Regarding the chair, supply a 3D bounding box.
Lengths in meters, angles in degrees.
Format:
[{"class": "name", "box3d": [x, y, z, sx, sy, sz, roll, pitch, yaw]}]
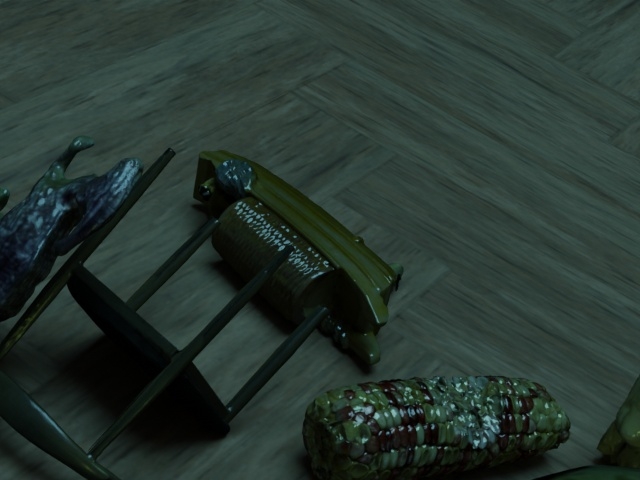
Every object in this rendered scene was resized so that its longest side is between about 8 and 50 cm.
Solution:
[{"class": "chair", "box3d": [-0.154, 0.088, 1.465, 0.188, 0.166, 0.272, 39, 79, 26]}]

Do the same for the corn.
[{"class": "corn", "box3d": [0.115, 0.174, 1.533, 0.290, 0.098, 0.098, -2, 38, -33]}]

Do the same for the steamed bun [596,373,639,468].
[{"class": "steamed bun", "box3d": [0.358, 0.170, 1.602, 0.106, 0.177, 0.192, 38, 40, 21]}]

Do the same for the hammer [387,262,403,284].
[{"class": "hammer", "box3d": [0.000, 0.000, 1.802, 0.195, 0.028, 0.060, 27, 27, 13]}]

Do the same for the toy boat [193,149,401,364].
[{"class": "toy boat", "box3d": [-0.035, 0.012, 1.700, 0.115, 0.089, 0.310, -23, 53, -39]}]

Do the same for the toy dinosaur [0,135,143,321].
[{"class": "toy dinosaur", "box3d": [-0.266, 0.004, 1.434, 0.077, 0.294, 0.162, 37, 22, -18]}]

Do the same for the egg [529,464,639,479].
[{"class": "egg", "box3d": [0.203, 0.329, 1.090, 0.345, 0.345, 0.428, 46, 9, 35]}]
